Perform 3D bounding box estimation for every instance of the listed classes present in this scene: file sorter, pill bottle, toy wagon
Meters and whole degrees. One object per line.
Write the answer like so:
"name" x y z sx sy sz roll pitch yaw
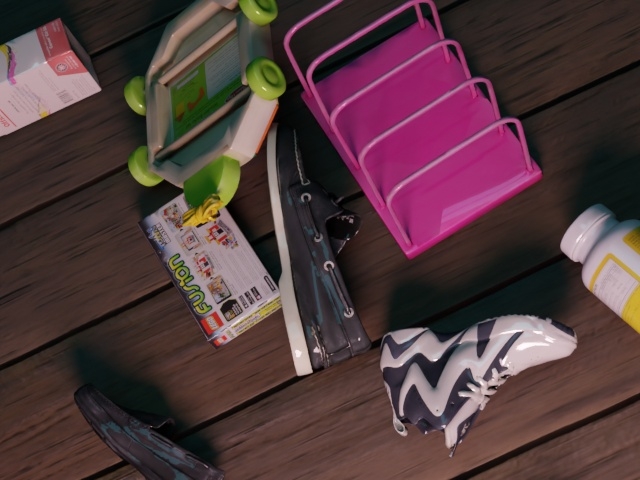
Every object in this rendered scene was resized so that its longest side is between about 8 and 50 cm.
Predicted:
"file sorter" 0.108 -0.170 1.633 0.202 0.182 0.290 -32 63 0
"pill bottle" 0.373 0.041 1.515 0.103 0.103 0.184 -43 63 -6
"toy wagon" -0.149 -0.166 1.694 0.267 0.068 0.344 -31 54 37

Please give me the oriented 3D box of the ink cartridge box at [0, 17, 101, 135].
"ink cartridge box" -0.426 -0.222 1.831 0.198 0.115 0.067 -25 64 2

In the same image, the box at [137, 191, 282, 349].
"box" -0.143 0.027 1.692 0.114 0.036 0.207 -33 63 -1

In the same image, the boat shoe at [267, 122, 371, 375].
"boat shoe" 0.000 -0.001 1.620 0.113 0.127 0.340 -9 59 2

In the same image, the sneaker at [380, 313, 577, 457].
"sneaker" 0.184 0.175 1.510 0.235 0.094 0.153 -5 67 13

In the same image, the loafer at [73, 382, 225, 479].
"loafer" -0.212 0.245 1.595 0.223 0.076 0.078 38 75 21
